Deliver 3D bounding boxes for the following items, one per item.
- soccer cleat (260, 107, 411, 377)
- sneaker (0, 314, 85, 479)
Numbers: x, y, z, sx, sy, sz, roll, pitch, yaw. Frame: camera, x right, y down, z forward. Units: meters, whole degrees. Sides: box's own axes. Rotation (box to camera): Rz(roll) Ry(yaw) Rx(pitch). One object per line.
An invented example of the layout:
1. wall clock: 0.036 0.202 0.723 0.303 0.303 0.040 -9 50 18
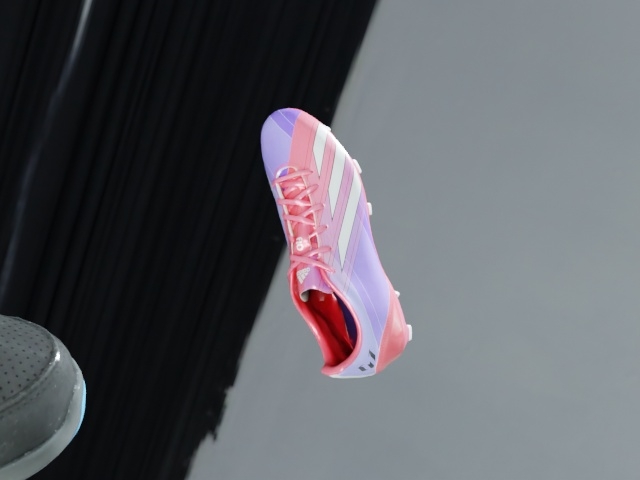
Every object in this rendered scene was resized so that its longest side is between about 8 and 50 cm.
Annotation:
1. soccer cleat: 0.000 0.000 1.020 0.083 0.248 0.095 -26 -7 38
2. sneaker: -0.264 0.030 0.508 0.340 0.140 0.125 11 26 -19
